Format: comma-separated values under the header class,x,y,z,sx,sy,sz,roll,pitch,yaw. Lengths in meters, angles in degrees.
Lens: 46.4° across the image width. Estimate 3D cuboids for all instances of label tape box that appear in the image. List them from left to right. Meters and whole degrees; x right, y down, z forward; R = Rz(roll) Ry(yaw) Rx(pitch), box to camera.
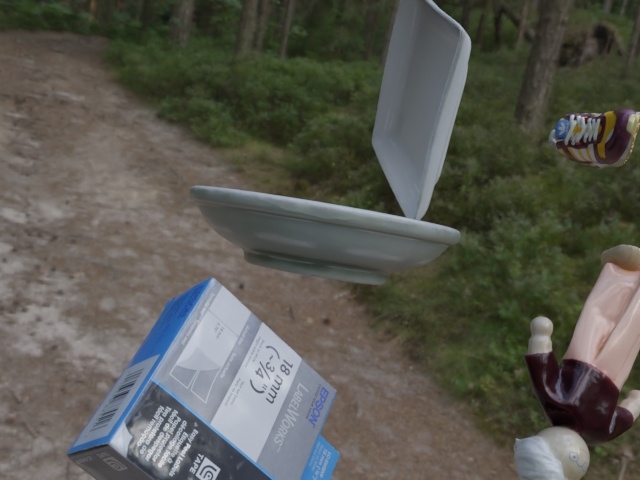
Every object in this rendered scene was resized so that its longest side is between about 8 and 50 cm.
class,x,y,z,sx,sy,sz,roll,pitch,yaw
label tape box,-0.087,0.244,0.880,0.333,0.106,0.240,45,44,-19

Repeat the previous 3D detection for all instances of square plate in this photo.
class,x,y,z,sx,sy,sz,roll,pitch,yaw
square plate,0.173,-0.254,1.321,0.049,0.343,0.347,3,32,-12

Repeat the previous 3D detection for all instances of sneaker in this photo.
class,x,y,z,sx,sy,sz,roll,pitch,yaw
sneaker,0.352,-0.135,0.975,0.084,0.069,0.185,18,-4,4

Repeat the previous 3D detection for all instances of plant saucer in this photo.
class,x,y,z,sx,sy,sz,roll,pitch,yaw
plant saucer,0.000,0.000,1.102,0.401,0.100,0.400,9,0,0

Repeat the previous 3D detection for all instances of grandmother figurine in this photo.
class,x,y,z,sx,sy,sz,roll,pitch,yaw
grandmother figurine,0.338,0.170,0.936,0.208,0.342,0.104,34,-20,-6
